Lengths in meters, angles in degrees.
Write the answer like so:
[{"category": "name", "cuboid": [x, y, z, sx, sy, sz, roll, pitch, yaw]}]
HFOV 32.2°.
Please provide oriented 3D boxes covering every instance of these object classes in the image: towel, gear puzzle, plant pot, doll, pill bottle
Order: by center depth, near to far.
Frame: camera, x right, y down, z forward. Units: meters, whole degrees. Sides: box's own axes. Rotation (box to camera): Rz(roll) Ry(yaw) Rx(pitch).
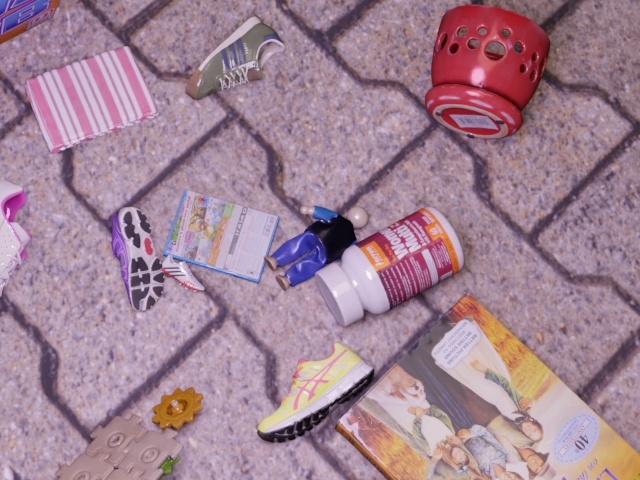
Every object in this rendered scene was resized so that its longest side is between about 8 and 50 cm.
[{"category": "gear puzzle", "cuboid": [-0.299, 0.348, 1.677, 0.175, 0.044, 0.339, 13, 49, 38]}, {"category": "pill bottle", "cuboid": [0.110, 0.044, 1.782, 0.221, 0.121, 0.121, -28, 76, -11]}, {"category": "doll", "cuboid": [0.000, 0.000, 1.827, 0.189, 0.046, 0.129, -33, 95, -14]}, {"category": "plant pot", "cuboid": [0.272, -0.277, 1.857, 0.191, 0.191, 0.174, 18, 75, 3]}, {"category": "towel", "cuboid": [-0.392, -0.243, 1.900, 0.197, 0.029, 0.144, -21, 75, -12]}]

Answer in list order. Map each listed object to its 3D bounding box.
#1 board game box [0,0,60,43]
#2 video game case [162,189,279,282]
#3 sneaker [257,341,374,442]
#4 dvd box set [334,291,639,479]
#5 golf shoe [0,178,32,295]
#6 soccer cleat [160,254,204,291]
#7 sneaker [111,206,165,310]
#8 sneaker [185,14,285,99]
[{"category": "board game box", "cuboid": [-0.632, -0.478, 1.714, 0.356, 0.356, 0.356, -34, 95, -24]}, {"category": "video game case", "cuboid": [-0.165, -0.007, 1.841, 0.166, 0.015, 0.119, 16, 73, 2]}, {"category": "sneaker", "cuboid": [-0.021, 0.237, 1.745, 0.208, 0.081, 0.094, -33, 70, -19]}, {"category": "dvd box set", "cuboid": [0.275, 0.331, 1.731, 0.307, 0.062, 0.420, -43, 79, -14]}, {"category": "golf shoe", "cuboid": [-0.531, 0.036, 1.762, 0.140, 0.115, 0.306, -2, 75, -9]}, {"category": "soccer cleat", "cuboid": [-0.222, 0.054, 1.808, 0.083, 0.029, 0.036, 30, 99, 11]}, {"category": "sneaker", "cuboid": [-0.303, 0.031, 1.804, 0.068, 0.071, 0.170, -6, 85, -40]}, {"category": "sneaker", "cuboid": [-0.140, -0.300, 1.908, 0.086, 0.064, 0.192, 37, 71, 14]}]
